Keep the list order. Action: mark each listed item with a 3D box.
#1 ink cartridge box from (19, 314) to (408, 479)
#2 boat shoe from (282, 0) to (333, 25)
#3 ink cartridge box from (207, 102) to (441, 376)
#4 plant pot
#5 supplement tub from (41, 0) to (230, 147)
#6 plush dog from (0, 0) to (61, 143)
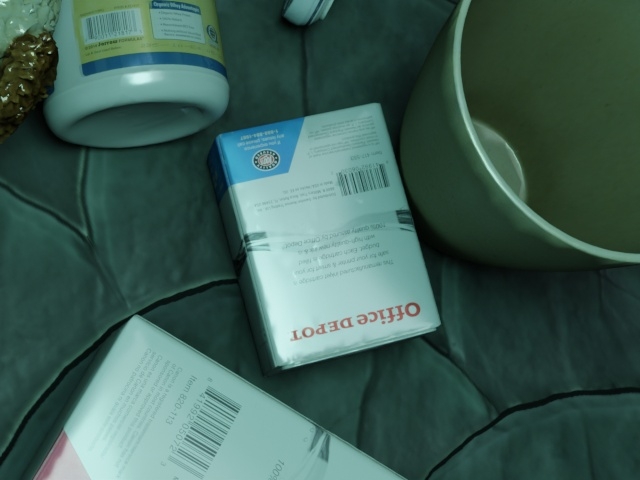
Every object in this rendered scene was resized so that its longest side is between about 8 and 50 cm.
[{"bbox_3d":[-0.080,0.220,1.012,0.283,0.117,0.207,33,68,-9],"label":"ink cartridge box"},{"bbox_3d":[0.044,-0.269,1.197,0.075,0.083,0.226,30,68,-9],"label":"boat shoe"},{"bbox_3d":[0.000,0.000,1.109,0.139,0.082,0.191,-13,82,-14],"label":"ink cartridge box"},{"bbox_3d":[0.168,-0.078,1.090,0.256,0.274,0.257,5,75,-18],"label":"plant pot"},{"bbox_3d":[-0.154,-0.184,1.072,0.144,0.144,0.200,-5,79,-21],"label":"supplement tub"},{"bbox_3d":[-0.294,-0.174,0.960,0.225,0.211,0.263,-8,66,-17],"label":"plush dog"}]
